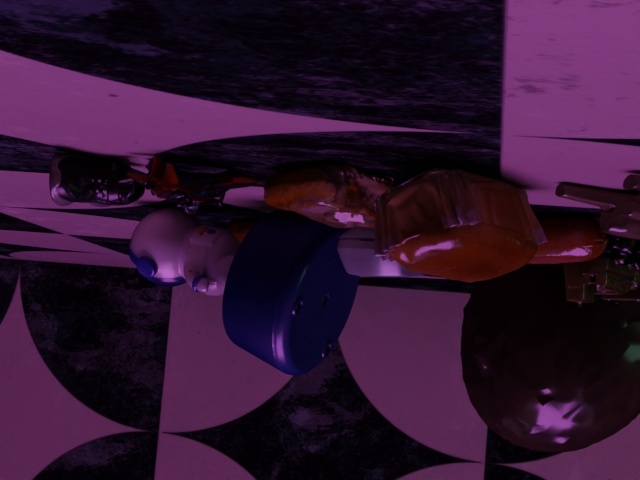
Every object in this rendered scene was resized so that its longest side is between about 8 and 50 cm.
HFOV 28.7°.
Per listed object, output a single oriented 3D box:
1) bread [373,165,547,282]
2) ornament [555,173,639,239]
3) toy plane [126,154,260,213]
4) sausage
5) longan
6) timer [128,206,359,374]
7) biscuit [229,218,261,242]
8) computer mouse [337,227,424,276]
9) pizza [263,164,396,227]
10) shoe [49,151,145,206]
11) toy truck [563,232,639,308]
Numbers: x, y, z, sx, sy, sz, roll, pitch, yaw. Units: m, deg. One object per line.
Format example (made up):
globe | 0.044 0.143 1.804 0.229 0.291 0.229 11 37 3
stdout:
bread | 0.177 -0.013 1.569 0.136 0.107 0.241 -24 159 30
ornament | 0.419 -0.030 1.577 0.245 0.061 0.230 11 174 -25
toy plane | -0.157 -0.071 1.656 0.189 0.061 0.130 7 -162 -44
sausage | 0.337 -0.002 1.880 0.198 0.076 0.076 -1 172 35
longan | 0.440 0.193 2.305 0.391 0.391 0.391 5 174 0
timer | -0.152 0.045 2.121 0.384 0.270 0.270 18 180 24
biscuit | 0.001 0.001 2.348 0.359 0.046 0.359 5 176 0
computer mouse | 0.134 0.003 2.004 0.160 0.097 0.288 0 -176 29
pizza | 0.063 -0.046 1.682 0.189 0.071 0.297 -2 172 45
shoe | -0.285 -0.078 1.665 0.099 0.071 0.169 1 177 25
toy truck | 0.480 0.046 1.996 0.127 0.127 0.257 -2 175 39
